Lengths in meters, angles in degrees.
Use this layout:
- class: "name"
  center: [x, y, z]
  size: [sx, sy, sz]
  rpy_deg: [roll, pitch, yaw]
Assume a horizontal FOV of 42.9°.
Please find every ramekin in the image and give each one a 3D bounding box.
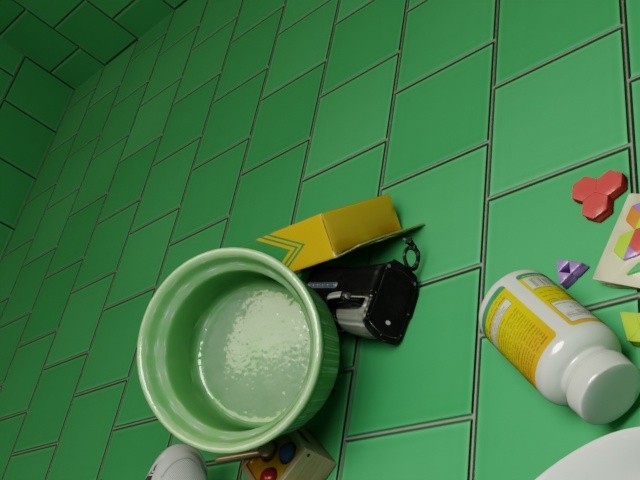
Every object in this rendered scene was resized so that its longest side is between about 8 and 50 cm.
- class: "ramekin"
  center: [-0.116, 0.172, 1.265]
  size: [0.303, 0.148, 0.303]
  rpy_deg: [-4, 78, 20]

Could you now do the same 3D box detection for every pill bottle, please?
- class: "pill bottle"
  center: [0.298, 0.132, 1.020]
  size: [0.117, 0.117, 0.208]
  rpy_deg: [-51, 33, 7]

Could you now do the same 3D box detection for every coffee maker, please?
- class: "coffee maker"
  center: [0.070, 0.090, 1.373]
  size: [0.178, 0.120, 0.171]
  rpy_deg: [-3, 36, 50]

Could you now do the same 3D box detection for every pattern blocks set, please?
- class: "pattern blocks set"
  center: [0.445, 0.001, 1.031]
  size: [0.325, 0.026, 0.285]
  rpy_deg: [-10, 54, 47]

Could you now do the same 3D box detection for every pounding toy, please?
- class: "pounding toy"
  center: [-0.075, 0.357, 1.313]
  size: [0.130, 0.100, 0.141]
  rpy_deg: [-54, 33, 1]

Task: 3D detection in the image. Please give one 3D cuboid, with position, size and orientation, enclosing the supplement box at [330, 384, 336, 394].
- class: "supplement box"
  center: [-0.057, 0.204, 1.422]
  size: [0.081, 0.104, 0.188]
  rpy_deg: [-46, 34, 14]

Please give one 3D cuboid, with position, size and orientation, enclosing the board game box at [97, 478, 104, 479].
- class: "board game box"
  center: [-0.481, 0.664, 1.613]
  size: [0.317, 0.046, 0.213]
  rpy_deg: [-58, 32, -3]

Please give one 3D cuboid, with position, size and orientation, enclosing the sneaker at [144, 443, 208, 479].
- class: "sneaker"
  center: [-0.200, 0.483, 1.301]
  size: [0.210, 0.137, 0.366]
  rpy_deg: [-42, 38, 43]

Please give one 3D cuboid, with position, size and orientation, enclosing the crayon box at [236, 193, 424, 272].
- class: "crayon box"
  center: [0.000, 0.000, 1.448]
  size: [0.318, 0.202, 0.081]
  rpy_deg: [-20, 88, 40]

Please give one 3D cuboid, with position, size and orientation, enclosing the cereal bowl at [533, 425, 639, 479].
- class: "cereal bowl"
  center: [0.268, 0.347, 0.782]
  size: [0.339, 0.141, 0.339]
  rpy_deg: [-44, -2, -2]
